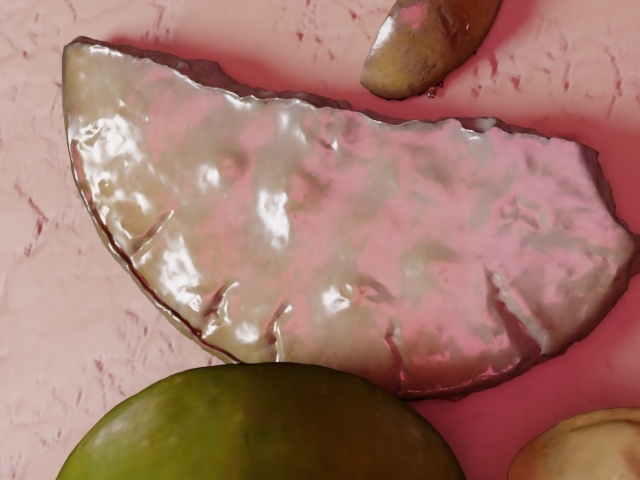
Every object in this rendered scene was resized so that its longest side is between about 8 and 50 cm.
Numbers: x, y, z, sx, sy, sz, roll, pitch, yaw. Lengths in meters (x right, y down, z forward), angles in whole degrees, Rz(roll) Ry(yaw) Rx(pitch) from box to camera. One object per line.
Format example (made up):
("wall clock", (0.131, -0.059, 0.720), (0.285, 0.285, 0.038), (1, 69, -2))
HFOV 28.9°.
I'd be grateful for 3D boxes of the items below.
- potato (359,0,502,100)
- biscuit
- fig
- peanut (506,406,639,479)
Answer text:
("potato", (0.055, -0.101, 0.550), (0.037, 0.036, 0.093), (36, 94, 16))
("biscuit", (-0.001, 0.000, 0.555), (0.289, 0.038, 0.141), (15, 90, 13))
("fig", (-0.024, 0.146, 0.487), (0.181, 0.191, 0.181), (-2, 120, -3))
("peanut", (0.143, 0.221, 0.465), (0.147, 0.147, 0.319), (-7, 79, 12))
